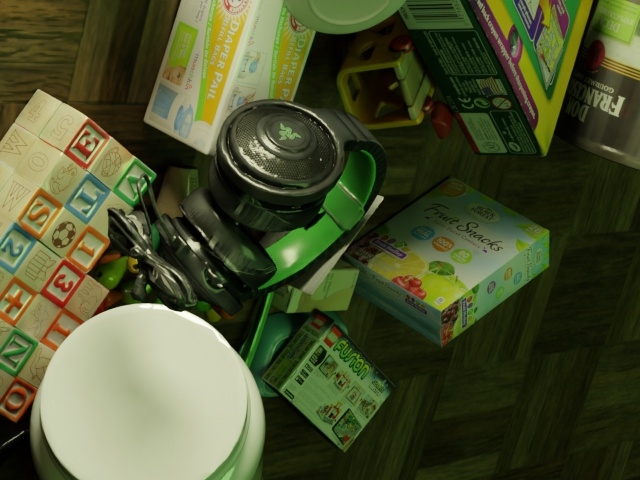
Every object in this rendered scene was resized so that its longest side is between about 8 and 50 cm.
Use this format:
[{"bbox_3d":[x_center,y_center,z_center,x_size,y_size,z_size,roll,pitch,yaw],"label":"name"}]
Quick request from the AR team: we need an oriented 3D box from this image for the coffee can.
[{"bbox_3d":[0.454,-0.246,2.384,0.201,0.201,0.275,2,111,-49],"label":"coffee can"}]

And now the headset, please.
[{"bbox_3d":[-0.066,-0.011,1.798,0.394,0.185,0.243,-4,138,-52],"label":"headset"}]

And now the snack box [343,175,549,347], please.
[{"bbox_3d":[0.162,0.023,2.247,0.207,0.174,0.070,-34,138,-31],"label":"snack box"}]

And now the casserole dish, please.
[{"bbox_3d":[-0.029,0.147,2.222,0.188,0.037,0.114,-3,115,-48],"label":"casserole dish"}]

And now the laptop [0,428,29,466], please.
[{"bbox_3d":[-0.394,0.343,1.845,0.234,0.136,0.264,-34,175,-31],"label":"laptop"}]

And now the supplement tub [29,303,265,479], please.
[{"bbox_3d":[-0.179,0.221,1.853,0.241,0.241,0.331,-45,165,-19],"label":"supplement tub"}]

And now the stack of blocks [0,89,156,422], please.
[{"bbox_3d":[-0.300,0.018,1.795,0.297,0.087,0.171,-56,142,-6],"label":"stack of blocks"}]

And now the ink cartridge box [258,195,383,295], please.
[{"bbox_3d":[0.000,0.000,2.049,0.045,0.179,0.145,43,79,-31],"label":"ink cartridge box"}]

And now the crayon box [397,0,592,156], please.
[{"bbox_3d":[0.207,-0.327,2.052,0.363,0.106,0.313,55,46,-49],"label":"crayon box"}]

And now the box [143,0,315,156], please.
[{"bbox_3d":[-0.090,-0.198,1.874,0.103,0.114,0.203,5,108,-48],"label":"box"}]

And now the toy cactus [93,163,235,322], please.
[{"bbox_3d":[-0.162,0.008,1.948,0.219,0.112,0.180,-1,104,-39],"label":"toy cactus"}]

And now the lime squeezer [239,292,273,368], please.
[{"bbox_3d":[-0.146,0.198,2.124,0.310,0.059,0.110,-45,109,-17],"label":"lime squeezer"}]

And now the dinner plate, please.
[{"bbox_3d":[0.032,-0.261,1.804,0.141,0.017,0.141,-9,139,-8],"label":"dinner plate"}]

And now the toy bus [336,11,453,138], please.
[{"bbox_3d":[0.085,-0.220,2.061,0.202,0.104,0.191,17,70,-65],"label":"toy bus"}]

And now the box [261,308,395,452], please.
[{"bbox_3d":[0.013,0.181,2.230,0.114,0.036,0.207,-52,143,-9],"label":"box"}]

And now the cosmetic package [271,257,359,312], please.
[{"bbox_3d":[-0.009,0.056,2.182,0.115,0.041,0.060,-2,114,-48],"label":"cosmetic package"}]
